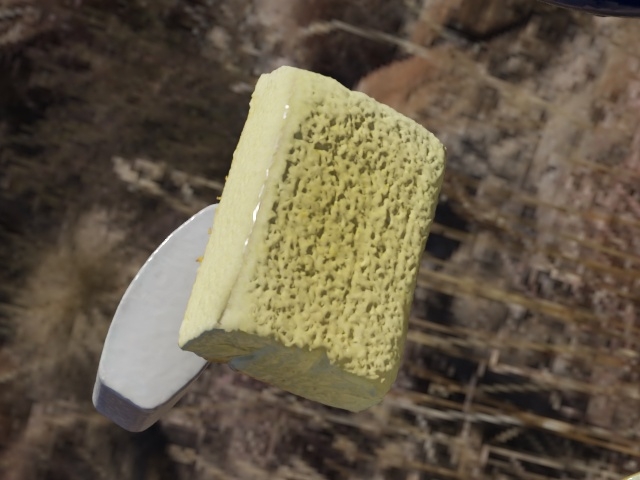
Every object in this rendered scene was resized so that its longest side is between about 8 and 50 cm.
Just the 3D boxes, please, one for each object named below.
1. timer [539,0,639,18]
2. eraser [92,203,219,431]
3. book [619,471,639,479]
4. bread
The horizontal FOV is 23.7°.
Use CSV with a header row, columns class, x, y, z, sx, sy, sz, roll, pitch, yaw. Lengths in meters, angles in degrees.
class,x,y,z,sx,sy,sz,roll,pitch,yaw
timer,0.185,-0.339,0.798,0.383,0.270,0.270,91,176,-48
eraser,-0.127,0.075,1.320,0.174,0.095,0.270,-56,1,-14
book,0.155,0.163,0.764,0.389,0.269,0.032,64,-178,-69
bread,0.000,-0.001,0.921,0.068,0.125,0.188,-27,42,54
